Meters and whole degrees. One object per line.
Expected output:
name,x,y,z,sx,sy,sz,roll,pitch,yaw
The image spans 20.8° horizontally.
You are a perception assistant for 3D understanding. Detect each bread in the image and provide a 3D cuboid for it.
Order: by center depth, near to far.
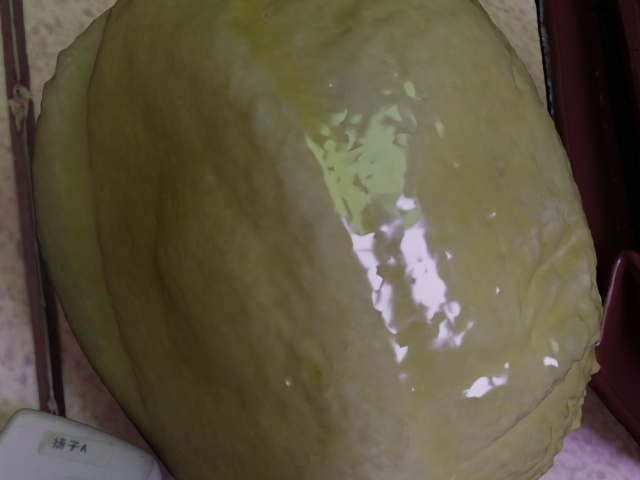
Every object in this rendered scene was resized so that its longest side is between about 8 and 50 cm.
bread,0.009,-0.005,0.902,0.237,0.320,0.320,-29,85,-31

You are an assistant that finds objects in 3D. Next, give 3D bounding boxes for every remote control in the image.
remote control,-0.164,0.184,0.851,0.090,0.049,0.230,17,54,15

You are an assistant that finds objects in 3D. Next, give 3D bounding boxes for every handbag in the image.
handbag,0.204,-0.013,1.079,0.260,0.084,0.276,44,38,-55
